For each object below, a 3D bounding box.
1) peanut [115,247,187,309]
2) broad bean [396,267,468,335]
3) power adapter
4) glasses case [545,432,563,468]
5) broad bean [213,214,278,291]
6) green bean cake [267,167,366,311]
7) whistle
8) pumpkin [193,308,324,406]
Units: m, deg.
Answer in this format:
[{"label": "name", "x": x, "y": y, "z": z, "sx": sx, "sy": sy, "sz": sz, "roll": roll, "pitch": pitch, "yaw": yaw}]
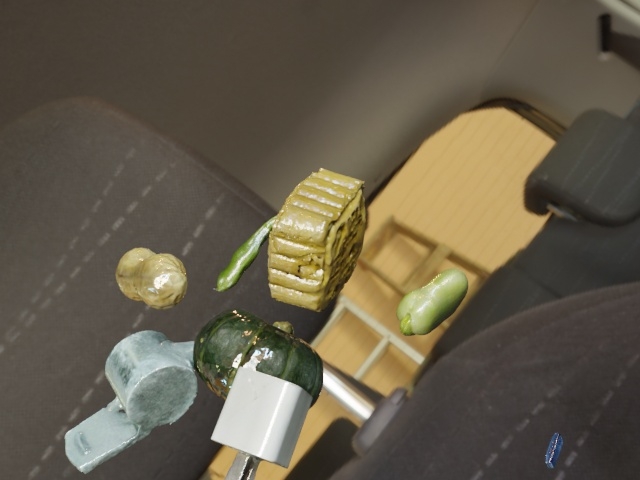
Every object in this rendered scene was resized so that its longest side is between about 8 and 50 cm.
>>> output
[{"label": "peanut", "x": -0.321, "y": 0.069, "z": 1.407, "sx": 0.103, "sy": 0.229, "sz": 0.098, "roll": -3, "pitch": -80, "yaw": -37}, {"label": "broad bean", "x": 0.222, "y": 0.129, "z": 1.470, "sx": 0.174, "sy": 0.082, "sz": 0.124, "roll": -24, "pitch": -35, "yaw": -31}, {"label": "power adapter", "x": -0.111, "y": 0.339, "z": 1.277, "sx": 0.130, "sy": 0.125, "sz": 0.205, "roll": 64, "pitch": -136, "yaw": -63}, {"label": "glasses case", "x": 0.532, "y": 0.482, "z": 1.705, "sx": 0.083, "sy": 0.023, "sz": 0.033, "roll": -55, "pitch": -50, "yaw": -35}, {"label": "broad bean", "x": -0.196, "y": 0.031, "z": 2.156, "sx": 0.318, "sy": 0.098, "sz": 0.056, "roll": -43, "pitch": -53, "yaw": 2}, {"label": "green bean cake", "x": 0.000, "y": 0.000, "z": 1.443, "sx": 0.230, "sy": 0.131, "sz": 0.224, "roll": -52, "pitch": -27, "yaw": -48}, {"label": "whistle", "x": -0.466, "y": 0.407, "z": 1.882, "sx": 0.188, "sy": 0.168, "sz": 0.405, "roll": 29, "pitch": -82, "yaw": -44}, {"label": "pumpkin", "x": -0.127, "y": 0.263, "z": 1.608, "sx": 0.207, "sy": 0.300, "sz": 0.300, "roll": -59, "pitch": -12, "yaw": -8}]
